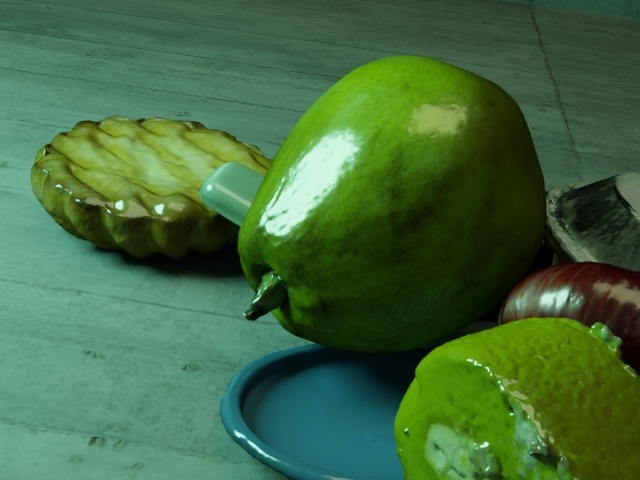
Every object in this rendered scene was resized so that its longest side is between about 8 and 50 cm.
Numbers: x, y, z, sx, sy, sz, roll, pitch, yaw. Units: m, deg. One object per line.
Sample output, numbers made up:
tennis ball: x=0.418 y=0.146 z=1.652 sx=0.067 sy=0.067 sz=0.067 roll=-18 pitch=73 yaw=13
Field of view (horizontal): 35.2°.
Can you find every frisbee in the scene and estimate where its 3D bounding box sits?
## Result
frisbee: x=0.051 y=0.173 z=0.946 sx=0.290 sy=0.049 sz=0.289 roll=4 pitch=18 yaw=-1

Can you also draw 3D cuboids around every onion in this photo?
onion: x=0.275 y=0.123 z=0.933 sx=0.248 sy=0.248 sz=0.161 roll=13 pitch=51 yaw=12

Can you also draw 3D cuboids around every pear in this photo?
pear: x=0.068 y=-0.025 z=1.038 sx=0.375 sy=0.287 sz=0.287 roll=-35 pitch=43 yaw=-22

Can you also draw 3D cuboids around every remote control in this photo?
remote control: x=-0.001 y=0.001 z=1.195 sx=0.309 sy=0.038 sz=0.090 roll=30 pitch=37 yaw=3

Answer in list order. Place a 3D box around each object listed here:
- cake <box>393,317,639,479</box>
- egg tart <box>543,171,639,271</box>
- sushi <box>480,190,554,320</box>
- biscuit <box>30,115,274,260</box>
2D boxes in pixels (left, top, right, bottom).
cake: x=0.173 y=0.179 z=0.742 sx=0.156 sy=0.179 sz=0.260 roll=-11 pitch=63 yaw=-36
egg tart: x=0.344 y=-0.003 z=1.055 sx=0.234 sy=0.094 sz=0.234 roll=13 pitch=35 yaw=-10
sushi: x=0.218 y=-0.008 z=1.249 sx=0.153 sy=0.150 sz=0.172 roll=6 pitch=25 yaw=-2
biscuit: x=-0.212 y=-0.068 z=1.321 sx=0.326 sy=0.107 sz=0.325 roll=7 pitch=29 yaw=-4
